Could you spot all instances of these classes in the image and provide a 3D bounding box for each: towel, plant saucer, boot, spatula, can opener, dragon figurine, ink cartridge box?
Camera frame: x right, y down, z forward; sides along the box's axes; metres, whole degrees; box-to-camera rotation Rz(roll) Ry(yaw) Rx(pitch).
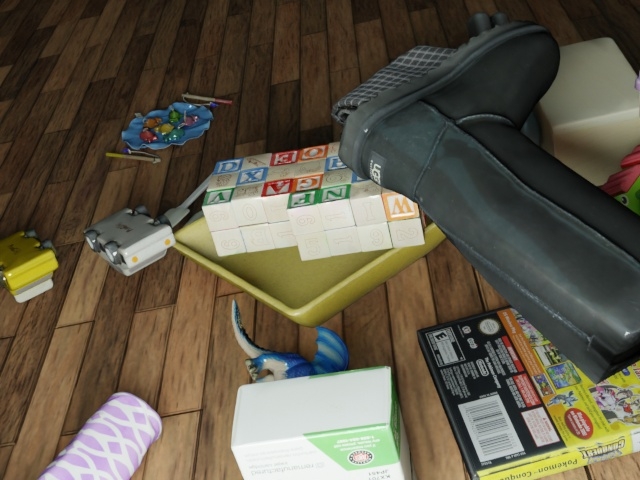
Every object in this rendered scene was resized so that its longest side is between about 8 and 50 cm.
[{"bbox_3d":[0.193,-0.232,1.774,0.284,0.121,0.235,17,44,41],"label":"towel"},{"bbox_3d":[0.000,0.000,1.522,0.333,0.081,0.333,-32,36,-26],"label":"plant saucer"},{"bbox_3d":[0.299,-0.070,1.259,0.367,0.146,0.445,-33,53,-24],"label":"boot"},{"bbox_3d":[-0.170,-0.068,1.769,0.168,0.019,0.242,-1,32,32],"label":"spatula"},{"bbox_3d":[0.300,-0.236,1.637,0.074,0.280,0.093,-4,-19,-25],"label":"can opener"},{"bbox_3d":[-0.009,0.163,1.253,0.144,0.085,0.289,-20,36,-12],"label":"dragon figurine"},{"bbox_3d":[0.014,0.234,1.016,0.153,0.208,0.087,-10,34,9],"label":"ink cartridge box"}]

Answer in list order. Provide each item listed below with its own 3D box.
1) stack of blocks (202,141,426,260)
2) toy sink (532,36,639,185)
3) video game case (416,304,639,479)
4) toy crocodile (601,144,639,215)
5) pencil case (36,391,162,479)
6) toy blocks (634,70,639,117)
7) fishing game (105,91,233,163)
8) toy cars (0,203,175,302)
[{"bbox_3d":[-0.007,-0.056,1.451,0.297,0.087,0.171,-8,32,11],"label":"stack of blocks"},{"bbox_3d":[0.411,-0.194,1.611,0.153,0.131,0.234,-12,36,4],"label":"toy sink"},{"bbox_3d":[0.261,0.159,1.199,0.248,0.035,0.275,-15,30,0],"label":"video game case"},{"bbox_3d":[0.446,-0.087,1.393,0.340,0.105,0.115,-43,9,-28],"label":"toy crocodile"},{"bbox_3d":[-0.267,0.269,1.205,0.086,0.088,0.206,35,46,5],"label":"pencil case"},{"bbox_3d":[0.547,-0.263,1.258,0.309,0.260,0.288,-13,26,-13],"label":"toy blocks"},{"bbox_3d":[-0.307,-0.235,2.072,0.189,0.041,0.264,13,40,34],"label":"fishing game"},{"bbox_3d":[-0.371,0.030,1.593,0.394,0.087,0.176,-10,24,23],"label":"toy cars"}]
